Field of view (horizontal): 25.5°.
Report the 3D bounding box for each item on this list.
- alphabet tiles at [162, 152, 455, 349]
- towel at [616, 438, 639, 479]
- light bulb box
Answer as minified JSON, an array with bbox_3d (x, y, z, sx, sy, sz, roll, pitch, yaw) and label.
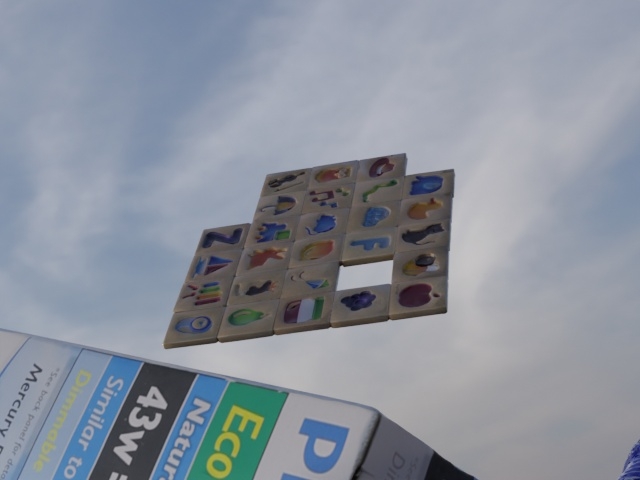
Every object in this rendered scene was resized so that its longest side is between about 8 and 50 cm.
[{"bbox_3d":[0.000,0.000,1.048,0.198,0.009,0.237,-8,29,12],"label":"alphabet tiles"},{"bbox_3d":[0.176,0.224,0.712,0.076,0.228,0.308,-18,4,33],"label":"towel"},{"bbox_3d":[-0.105,0.260,0.773,0.361,0.358,0.225,6,-22,40],"label":"light bulb box"}]
